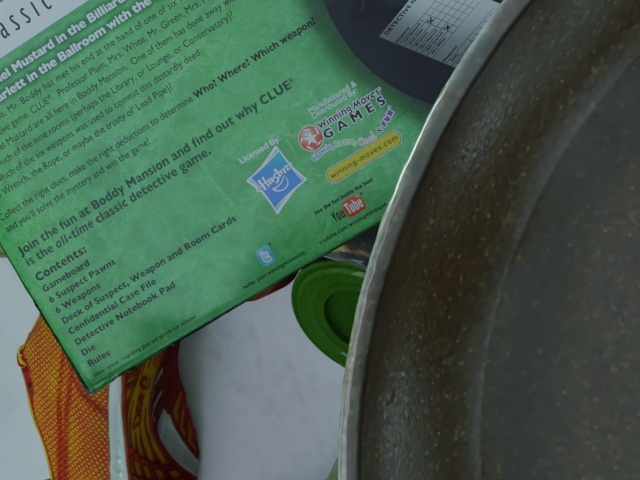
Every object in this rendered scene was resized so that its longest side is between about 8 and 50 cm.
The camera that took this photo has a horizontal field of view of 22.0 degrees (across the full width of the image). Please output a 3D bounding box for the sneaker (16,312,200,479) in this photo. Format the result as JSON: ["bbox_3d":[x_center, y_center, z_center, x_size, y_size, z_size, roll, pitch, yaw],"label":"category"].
[{"bbox_3d":[-0.080,0.032,0.580,0.067,0.064,0.175,20,120,23],"label":"sneaker"}]

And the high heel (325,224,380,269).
[{"bbox_3d":[-0.035,-0.119,0.460,0.261,0.093,0.186,43,133,22],"label":"high heel"}]

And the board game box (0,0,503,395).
[{"bbox_3d":[0.014,-0.080,0.419,0.260,0.030,0.136,-30,94,14],"label":"board game box"}]

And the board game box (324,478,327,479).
[{"bbox_3d":[-0.009,0.178,0.607,0.193,0.045,0.146,-35,88,40],"label":"board game box"}]

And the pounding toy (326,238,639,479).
[{"bbox_3d":[0.091,0.096,0.470,0.181,0.094,0.206,32,126,-1],"label":"pounding toy"}]

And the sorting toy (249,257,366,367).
[{"bbox_3d":[0.000,0.000,0.532,0.102,0.042,0.061,26,139,10],"label":"sorting toy"}]

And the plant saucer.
[{"bbox_3d":[0.160,0.045,0.347,0.311,0.050,0.310,0,97,3],"label":"plant saucer"}]

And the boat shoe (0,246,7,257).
[{"bbox_3d":[-0.210,-0.087,0.565,0.285,0.104,0.089,42,122,-8],"label":"boat shoe"}]
